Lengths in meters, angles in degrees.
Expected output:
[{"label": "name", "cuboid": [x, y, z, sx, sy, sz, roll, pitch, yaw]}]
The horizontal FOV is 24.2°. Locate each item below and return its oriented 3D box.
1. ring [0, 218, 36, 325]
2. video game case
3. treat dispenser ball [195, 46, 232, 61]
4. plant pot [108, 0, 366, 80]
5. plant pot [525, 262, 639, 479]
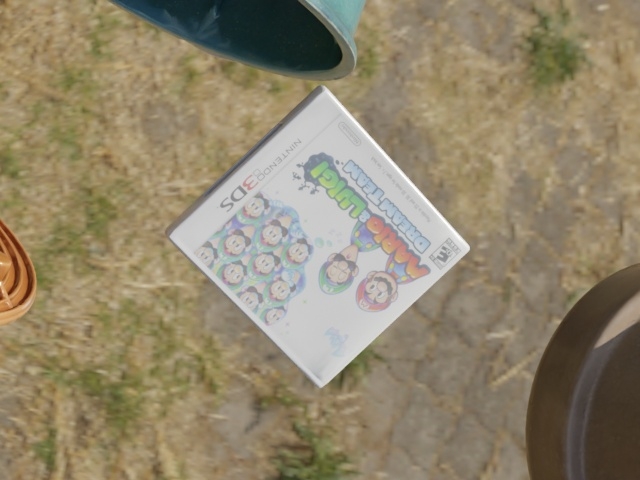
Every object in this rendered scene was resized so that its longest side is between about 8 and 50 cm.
[{"label": "ring", "cuboid": [-0.309, -0.058, 0.874, 0.336, 0.336, 0.032, 27, 103, -33]}, {"label": "video game case", "cuboid": [0.000, 0.000, 1.001, 0.143, 0.019, 0.157, -43, 111, 1]}, {"label": "treat dispenser ball", "cuboid": [-0.071, -0.345, 1.700, 0.288, 0.288, 0.288, 1, 89, -37]}, {"label": "plant pot", "cuboid": [-0.057, -0.359, 1.244, 0.341, 0.341, 0.334, 30, 81, -32]}, {"label": "plant pot", "cuboid": [0.320, 0.151, 1.098, 0.263, 0.229, 0.263, -2, 94, -27]}]
